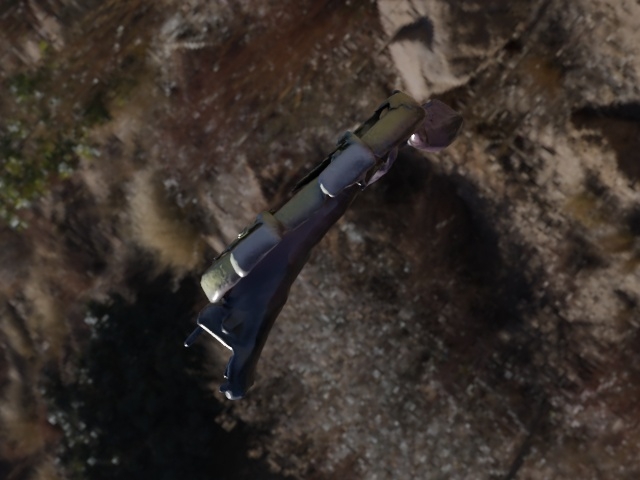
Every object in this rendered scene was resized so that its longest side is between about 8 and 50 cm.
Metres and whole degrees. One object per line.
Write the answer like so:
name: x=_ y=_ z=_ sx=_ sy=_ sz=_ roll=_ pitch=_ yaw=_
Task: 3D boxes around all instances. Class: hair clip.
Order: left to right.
hair clip: x=-0.007 y=-0.005 z=0.482 sx=0.056 sy=0.187 sz=0.146 roll=39 pitch=-171 yaw=4
